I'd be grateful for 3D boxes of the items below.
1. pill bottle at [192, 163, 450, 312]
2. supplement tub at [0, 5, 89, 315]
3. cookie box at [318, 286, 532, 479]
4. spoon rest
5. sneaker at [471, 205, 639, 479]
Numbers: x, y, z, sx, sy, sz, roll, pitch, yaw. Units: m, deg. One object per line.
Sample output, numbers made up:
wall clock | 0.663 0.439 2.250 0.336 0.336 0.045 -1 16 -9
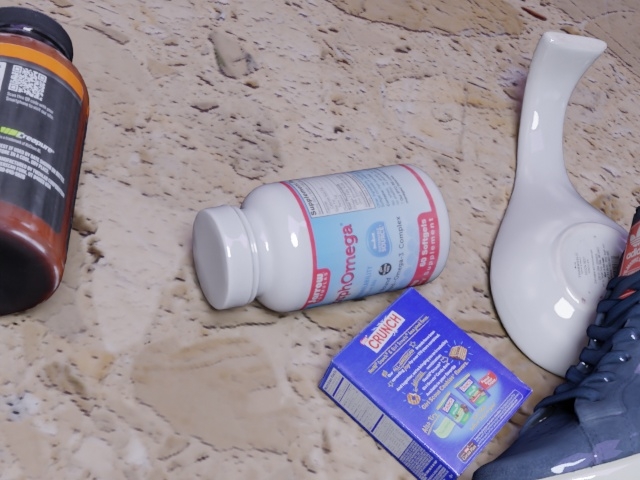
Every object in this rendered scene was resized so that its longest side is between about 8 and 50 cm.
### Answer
pill bottle | 0.000 0.000 0.715 0.160 0.087 0.087 -11 58 -25
supplement tub | -0.204 -0.058 0.677 0.106 0.106 0.198 9 51 -13
cookie box | 0.068 0.096 0.696 0.107 0.040 0.092 42 52 13
spoon rest | 0.193 -0.022 0.820 0.137 0.084 0.277 8 65 -13
sneaker | 0.216 0.055 0.688 0.350 0.131 0.148 -24 88 -29
